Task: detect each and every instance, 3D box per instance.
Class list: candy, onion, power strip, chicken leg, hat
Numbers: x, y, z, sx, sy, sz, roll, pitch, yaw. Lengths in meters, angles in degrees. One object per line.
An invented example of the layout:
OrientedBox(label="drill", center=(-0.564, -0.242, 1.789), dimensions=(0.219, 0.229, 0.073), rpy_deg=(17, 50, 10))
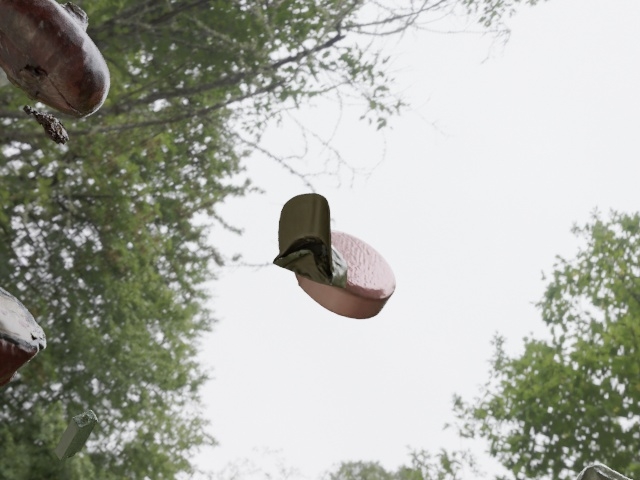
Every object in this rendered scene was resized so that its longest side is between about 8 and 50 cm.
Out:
OrientedBox(label="candy", center=(0.050, 0.073, 1.529), dimensions=(0.255, 0.255, 0.094), rpy_deg=(34, -60, 7))
OrientedBox(label="onion", center=(-0.375, -0.279, 0.911), dimensions=(0.206, 0.151, 0.098), rpy_deg=(37, -18, -14))
OrientedBox(label="power strip", center=(-0.264, 0.211, 0.712), dimensions=(0.017, 0.027, 0.083), rpy_deg=(48, -55, 18))
OrientedBox(label="chicken leg", center=(-0.442, -0.189, 1.064), dimensions=(0.083, 0.036, 0.021), rpy_deg=(47, -55, -7))
OrientedBox(label="hat", center=(0.000, 0.000, 1.354), dimensions=(0.166, 0.144, 0.173), rpy_deg=(19, -92, 37))

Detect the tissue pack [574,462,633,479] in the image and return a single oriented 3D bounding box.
OrientedBox(label="tissue pack", center=(0.374, 0.498, 0.876), dimensions=(0.207, 0.297, 0.380), rpy_deg=(25, -18, 27))

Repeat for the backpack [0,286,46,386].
OrientedBox(label="backpack", center=(-0.598, 0.142, 1.130), dimensions=(0.229, 0.229, 0.139), rpy_deg=(45, -93, -1))
